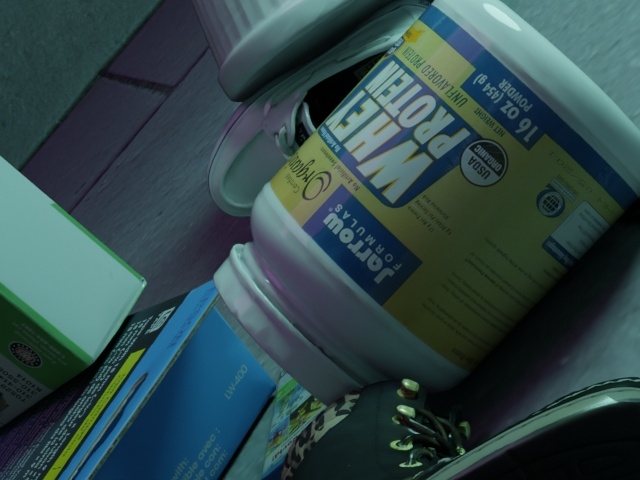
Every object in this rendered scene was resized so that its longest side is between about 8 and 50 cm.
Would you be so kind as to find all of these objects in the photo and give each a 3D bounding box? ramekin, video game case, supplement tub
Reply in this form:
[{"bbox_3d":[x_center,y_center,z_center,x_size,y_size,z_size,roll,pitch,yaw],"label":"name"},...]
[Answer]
[{"bbox_3d":[0.008,-0.237,1.226,0.273,0.127,0.273,-30,-2,-1],"label":"ramekin"},{"bbox_3d":[0.016,0.068,0.897,0.119,0.015,0.166,-42,18,23],"label":"video game case"},{"bbox_3d":[0.056,-0.014,0.743,0.200,0.144,0.144,-47,16,7],"label":"supplement tub"}]

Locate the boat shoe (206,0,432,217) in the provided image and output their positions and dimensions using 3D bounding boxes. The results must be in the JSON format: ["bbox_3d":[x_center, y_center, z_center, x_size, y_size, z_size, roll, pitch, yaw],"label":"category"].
[{"bbox_3d":[-0.004,-0.099,1.182,0.258,0.095,0.084,-43,13,26],"label":"boat shoe"}]

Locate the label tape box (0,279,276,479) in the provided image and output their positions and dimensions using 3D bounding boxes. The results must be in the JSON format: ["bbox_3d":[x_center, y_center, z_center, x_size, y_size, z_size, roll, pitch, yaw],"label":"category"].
[{"bbox_3d":[-0.148,0.164,0.946,0.241,0.106,0.333,-56,17,-26],"label":"label tape box"}]

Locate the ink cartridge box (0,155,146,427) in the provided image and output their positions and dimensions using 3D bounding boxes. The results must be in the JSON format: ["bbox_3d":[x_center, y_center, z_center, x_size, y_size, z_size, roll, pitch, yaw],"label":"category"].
[{"bbox_3d":[-0.252,0.048,1.013,0.219,0.160,0.093,-35,20,43],"label":"ink cartridge box"}]

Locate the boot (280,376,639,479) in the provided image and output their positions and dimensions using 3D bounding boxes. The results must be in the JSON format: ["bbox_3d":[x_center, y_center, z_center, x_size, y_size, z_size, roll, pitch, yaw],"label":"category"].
[{"bbox_3d":[0.051,0.101,0.608,0.236,0.085,0.178,-43,15,23],"label":"boot"}]
